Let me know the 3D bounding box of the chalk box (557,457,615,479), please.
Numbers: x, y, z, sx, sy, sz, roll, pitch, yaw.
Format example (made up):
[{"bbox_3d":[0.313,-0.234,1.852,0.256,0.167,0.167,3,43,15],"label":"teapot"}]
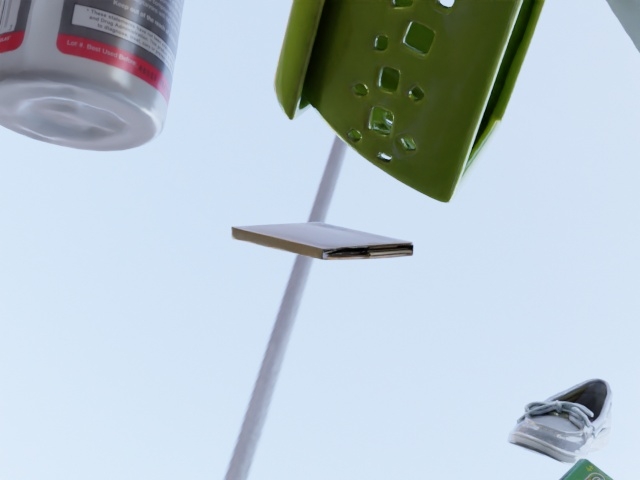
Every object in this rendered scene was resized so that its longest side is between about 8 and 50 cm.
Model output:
[{"bbox_3d":[0.233,0.302,0.976,0.213,0.132,0.132,37,-44,22],"label":"chalk box"}]

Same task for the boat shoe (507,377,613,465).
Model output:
[{"bbox_3d":[0.374,0.271,1.622,0.118,0.320,0.103,15,-85,32],"label":"boat shoe"}]

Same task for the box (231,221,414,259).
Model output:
[{"bbox_3d":[0.000,0.000,1.456,0.201,0.164,0.021,14,-77,49],"label":"box"}]

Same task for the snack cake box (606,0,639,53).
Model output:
[{"bbox_3d":[0.350,-0.312,1.032,0.089,0.264,0.152,-5,-32,38],"label":"snack cake box"}]

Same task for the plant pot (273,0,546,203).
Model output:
[{"bbox_3d":[0.088,-0.203,1.019,0.207,0.227,0.228,23,-59,11],"label":"plant pot"}]

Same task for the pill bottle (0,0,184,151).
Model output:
[{"bbox_3d":[-0.215,-0.261,1.023,0.176,0.318,0.176,6,-17,2],"label":"pill bottle"}]
